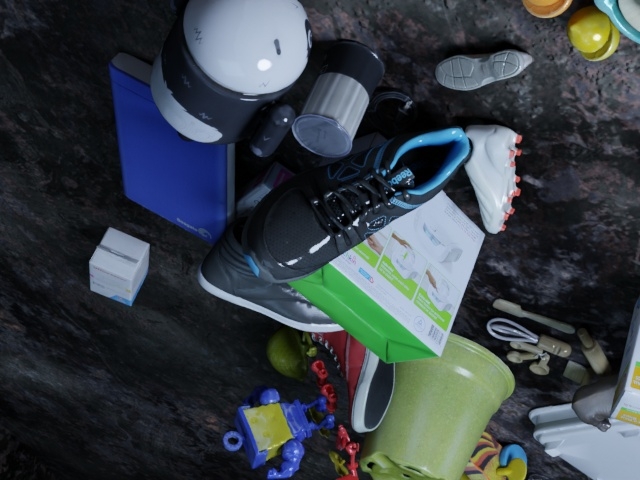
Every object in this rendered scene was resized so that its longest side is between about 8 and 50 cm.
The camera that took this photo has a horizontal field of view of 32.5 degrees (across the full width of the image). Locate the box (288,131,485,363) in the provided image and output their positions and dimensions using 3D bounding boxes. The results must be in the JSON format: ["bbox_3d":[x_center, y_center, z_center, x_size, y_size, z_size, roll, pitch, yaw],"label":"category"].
[{"bbox_3d":[0.093,0.013,1.622,0.262,0.231,0.127,40,147,-27],"label":"box"}]

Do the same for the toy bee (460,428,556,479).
[{"bbox_3d":[0.379,0.506,2.304,0.298,0.162,0.195,27,149,-7],"label":"toy bee"}]

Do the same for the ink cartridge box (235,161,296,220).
[{"bbox_3d":[0.000,0.000,1.840,0.311,0.065,0.186,36,150,-15],"label":"ink cartridge box"}]

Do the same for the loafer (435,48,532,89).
[{"bbox_3d":[0.204,-0.213,1.367,0.125,0.039,0.045,-3,101,41],"label":"loafer"}]

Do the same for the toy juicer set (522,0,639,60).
[{"bbox_3d":[0.356,-0.235,1.172,0.329,0.089,0.209,25,151,-4],"label":"toy juicer set"}]

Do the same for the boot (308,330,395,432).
[{"bbox_3d":[0.043,0.222,2.011,0.176,0.244,0.088,2,171,34],"label":"boot"}]

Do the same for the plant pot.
[{"bbox_3d":[0.197,0.339,2.062,0.276,0.253,0.276,18,150,11],"label":"plant pot"}]

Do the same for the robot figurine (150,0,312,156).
[{"bbox_3d":[-0.119,-0.232,1.436,0.209,0.173,0.278,27,151,-13],"label":"robot figurine"}]

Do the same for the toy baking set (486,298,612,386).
[{"bbox_3d":[0.394,0.187,1.899,0.197,0.030,0.256,3,145,32],"label":"toy baking set"}]

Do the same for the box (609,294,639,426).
[{"bbox_3d":[0.508,0.171,1.613,0.114,0.203,0.103,17,150,11],"label":"box"}]

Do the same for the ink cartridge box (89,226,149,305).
[{"bbox_3d":[-0.397,0.049,2.175,0.092,0.089,0.143,23,150,1],"label":"ink cartridge box"}]

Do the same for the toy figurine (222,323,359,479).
[{"bbox_3d":[-0.092,0.319,2.088,0.217,0.362,0.191,-18,151,-15],"label":"toy figurine"}]

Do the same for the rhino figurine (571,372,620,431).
[{"bbox_3d":[0.527,0.251,1.841,0.106,0.073,0.243,21,141,-35],"label":"rhino figurine"}]

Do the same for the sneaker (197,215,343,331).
[{"bbox_3d":[-0.045,0.055,1.801,0.296,0.104,0.147,17,136,-9],"label":"sneaker"}]

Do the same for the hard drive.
[{"bbox_3d":[-0.231,-0.134,1.745,0.210,0.040,0.318,28,147,14],"label":"hard drive"}]

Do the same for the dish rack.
[{"bbox_3d":[0.580,0.398,2.077,0.286,0.072,0.333,36,147,-20],"label":"dish rack"}]

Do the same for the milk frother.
[{"bbox_3d":[0.050,-0.165,1.458,0.143,0.134,0.129,21,151,5],"label":"milk frother"}]

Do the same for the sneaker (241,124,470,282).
[{"bbox_3d":[0.046,-0.063,1.432,0.125,0.341,0.140,58,156,-3],"label":"sneaker"}]

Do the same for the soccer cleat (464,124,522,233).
[{"bbox_3d":[0.236,-0.088,1.530,0.076,0.068,0.196,18,144,20],"label":"soccer cleat"}]
